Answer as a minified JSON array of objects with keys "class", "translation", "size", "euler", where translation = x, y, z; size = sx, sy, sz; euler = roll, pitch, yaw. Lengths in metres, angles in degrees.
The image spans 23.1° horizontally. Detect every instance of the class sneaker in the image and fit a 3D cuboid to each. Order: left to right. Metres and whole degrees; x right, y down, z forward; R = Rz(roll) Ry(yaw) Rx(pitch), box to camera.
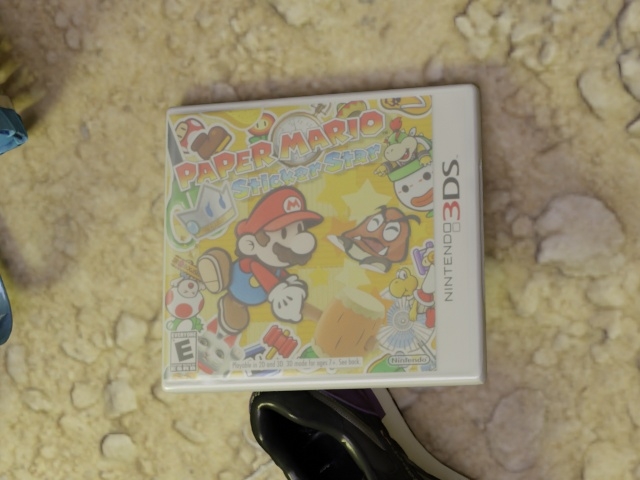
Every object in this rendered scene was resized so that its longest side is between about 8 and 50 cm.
[{"class":"sneaker","translation":[0.048,0.203,1.139],"size":[0.107,0.124,0.283],"euler":[-42,95,22]}]

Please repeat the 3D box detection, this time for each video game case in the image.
[{"class":"video game case","translation":[0.000,0.000,1.086],"size":[0.227,0.026,0.206],"euler":[-3,78,15]}]

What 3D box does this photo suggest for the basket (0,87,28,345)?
[{"class":"basket","translation":[-0.316,-0.045,1.076],"size":[0.201,0.255,0.288],"euler":[-13,93,15]}]
